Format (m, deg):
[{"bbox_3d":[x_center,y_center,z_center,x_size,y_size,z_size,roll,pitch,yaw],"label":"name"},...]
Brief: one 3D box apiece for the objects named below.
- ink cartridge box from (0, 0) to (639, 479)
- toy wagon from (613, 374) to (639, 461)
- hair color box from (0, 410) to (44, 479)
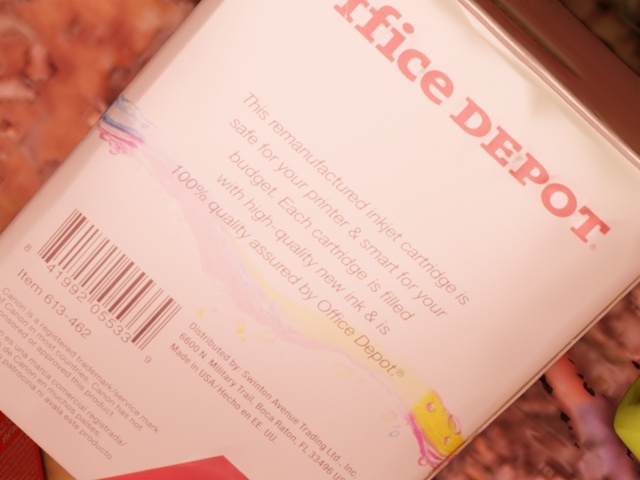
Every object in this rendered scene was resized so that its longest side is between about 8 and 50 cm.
[{"bbox_3d":[0.000,0.000,0.534,0.127,0.072,0.175,43,113,-2],"label":"ink cartridge box"},{"bbox_3d":[0.252,0.082,0.500,0.344,0.068,0.267,-36,97,23],"label":"toy wagon"},{"bbox_3d":[-0.134,0.094,0.613,0.093,0.053,0.167,-2,109,15],"label":"hair color box"}]
